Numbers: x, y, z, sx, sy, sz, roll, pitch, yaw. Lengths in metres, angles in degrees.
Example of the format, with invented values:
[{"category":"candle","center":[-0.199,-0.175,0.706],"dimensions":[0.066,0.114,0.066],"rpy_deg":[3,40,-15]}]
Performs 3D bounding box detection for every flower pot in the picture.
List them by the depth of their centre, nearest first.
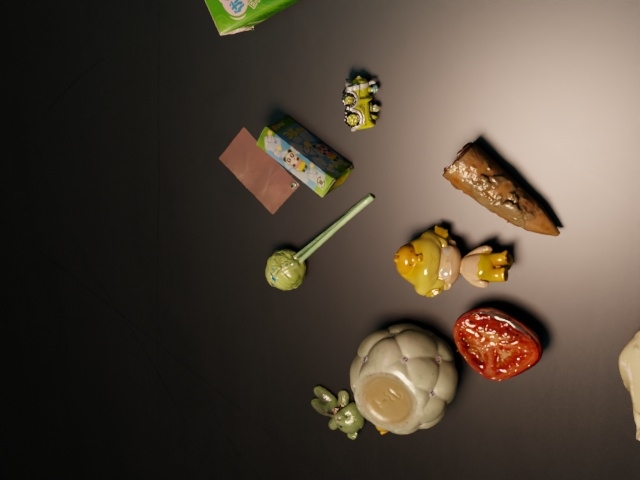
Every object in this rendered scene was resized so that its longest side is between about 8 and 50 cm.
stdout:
[{"category":"flower pot","center":[0.183,0.306,1.890],"dimensions":[0.246,0.195,0.246],"rpy_deg":[11,116,23]}]

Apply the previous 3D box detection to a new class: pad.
[{"category":"pad","center":[-0.145,-0.159,1.977],"dimensions":[0.188,0.006,0.113],"rpy_deg":[47,124,3]}]

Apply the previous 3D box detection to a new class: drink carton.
[{"category":"drink carton","center":[-0.112,-0.543,1.741],"dimensions":[0.271,0.108,0.161],"rpy_deg":[-19,99,33]}]

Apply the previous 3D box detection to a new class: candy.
[{"category":"candy","center":[-0.033,-0.185,1.856],"dimensions":[0.194,0.097,0.062],"rpy_deg":[39,126,9]},{"category":"candy","center":[0.000,0.000,1.938],"dimensions":[0.335,0.092,0.093],"rpy_deg":[-39,53,26]}]

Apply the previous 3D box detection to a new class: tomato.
[{"category":"tomato","center":[0.378,0.202,1.813],"dimensions":[0.174,0.082,0.166],"rpy_deg":[48,127,-3]}]

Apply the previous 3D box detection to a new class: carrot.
[{"category":"carrot","center":[0.369,-0.090,1.701],"dimensions":[0.263,0.102,0.102],"rpy_deg":[37,123,2]}]

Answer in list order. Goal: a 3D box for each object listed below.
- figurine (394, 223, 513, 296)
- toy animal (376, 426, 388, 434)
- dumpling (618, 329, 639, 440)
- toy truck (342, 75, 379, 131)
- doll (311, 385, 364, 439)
[{"category":"figurine","center":[0.271,0.048,1.783],"dimensions":[0.246,0.131,0.156],"rpy_deg":[6,79,26]},{"category":"toy animal","center":[0.134,0.371,2.015],"dimensions":[0.083,0.070,0.159],"rpy_deg":[-36,92,28]},{"category":"dumpling","center":[0.680,0.257,1.595],"dimensions":[0.187,0.243,0.318],"rpy_deg":[26,137,-19]},{"category":"toy truck","center":[0.084,-0.287,1.772],"dimensions":[0.077,0.076,0.111],"rpy_deg":[-6,112,4]},{"category":"doll","center":[0.038,0.420,2.089],"dimensions":[0.150,0.077,0.115],"rpy_deg":[26,110,28]}]
